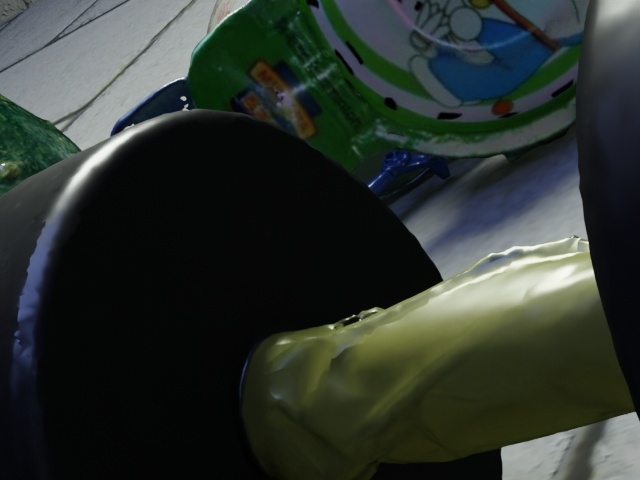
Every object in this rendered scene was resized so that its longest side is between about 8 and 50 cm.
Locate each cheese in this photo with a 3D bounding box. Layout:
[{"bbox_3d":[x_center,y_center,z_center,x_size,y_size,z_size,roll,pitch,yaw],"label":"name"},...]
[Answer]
[{"bbox_3d":[0.040,-0.115,0.900,0.320,0.204,0.083,-38,4,-1],"label":"cheese"}]

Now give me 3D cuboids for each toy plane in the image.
[{"bbox_3d":[0.000,0.000,0.936,0.167,0.054,0.062,-41,43,-17],"label":"toy plane"}]

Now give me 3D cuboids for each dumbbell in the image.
[{"bbox_3d":[0.055,0.031,0.465,0.322,0.204,0.204,-21,22,41],"label":"dumbbell"}]

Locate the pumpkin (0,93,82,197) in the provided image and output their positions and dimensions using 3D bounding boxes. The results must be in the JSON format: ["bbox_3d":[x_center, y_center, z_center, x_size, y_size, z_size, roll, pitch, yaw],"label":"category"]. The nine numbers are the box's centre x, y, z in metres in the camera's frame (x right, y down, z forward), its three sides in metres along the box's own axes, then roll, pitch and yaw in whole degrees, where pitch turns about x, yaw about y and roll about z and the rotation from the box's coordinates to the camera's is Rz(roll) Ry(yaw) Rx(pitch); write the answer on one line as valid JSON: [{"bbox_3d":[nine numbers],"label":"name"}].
[{"bbox_3d":[-0.204,0.074,0.854,0.293,0.197,0.263,-52,-6,13],"label":"pumpkin"}]

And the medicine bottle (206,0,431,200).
[{"bbox_3d":[0.007,-0.104,1.020,0.147,0.147,0.143,-34,19,5],"label":"medicine bottle"}]
